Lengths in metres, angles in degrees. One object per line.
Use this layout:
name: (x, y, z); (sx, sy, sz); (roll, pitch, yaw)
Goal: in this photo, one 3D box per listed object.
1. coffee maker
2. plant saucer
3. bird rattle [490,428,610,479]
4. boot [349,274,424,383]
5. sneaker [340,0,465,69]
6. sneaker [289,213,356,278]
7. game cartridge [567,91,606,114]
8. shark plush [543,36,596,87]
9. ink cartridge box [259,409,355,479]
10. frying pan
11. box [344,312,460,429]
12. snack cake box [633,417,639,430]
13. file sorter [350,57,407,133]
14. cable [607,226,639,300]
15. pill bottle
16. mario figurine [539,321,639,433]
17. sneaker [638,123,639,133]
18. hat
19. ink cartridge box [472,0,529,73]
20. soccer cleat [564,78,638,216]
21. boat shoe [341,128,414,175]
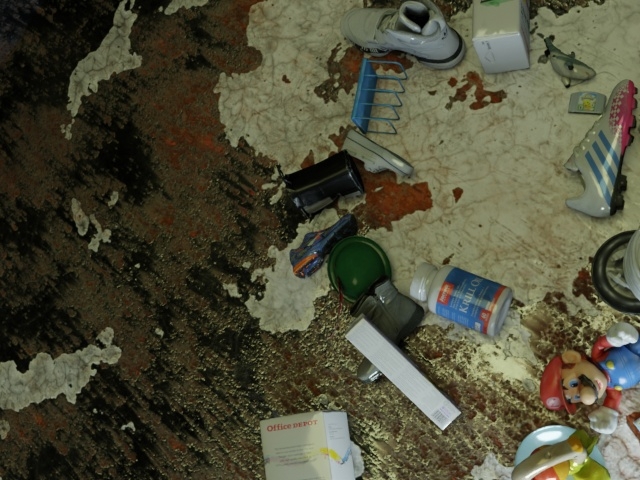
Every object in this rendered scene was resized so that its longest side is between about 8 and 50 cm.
coffee maker: (0.007, -0.157, 1.918); (0.178, 0.171, 0.120); (-24, 62, 15)
plant saucer: (0.529, 0.507, 1.618); (0.195, 0.037, 0.195); (-5, 77, 22)
bird rattle: (0.468, 0.473, 1.531); (0.253, 0.207, 0.143); (-19, 53, 8)
boot: (0.126, 0.212, 1.785); (0.246, 0.161, 0.083); (-54, 22, -2)
sneaker: (0.192, -0.570, 1.916); (0.366, 0.210, 0.137); (23, 87, 26)
sneaker: (0.000, 0.000, 1.938); (0.221, 0.083, 0.087); (-39, 58, 6)
game cartridge: (0.648, -0.334, 1.778); (0.083, 0.017, 0.056); (8, 77, 24)
shark plush: (0.607, -0.444, 1.818); (0.067, 0.073, 0.161); (-27, 46, -6)
ink cartridge box: (-0.025, 0.537, 1.770); (0.171, 0.168, 0.233); (-13, 73, 19)
frying pan: (0.769, 0.077, 1.617); (0.326, 0.053, 0.197); (7, 81, 27)
box: (0.192, 0.306, 1.717); (0.324, 0.063, 0.067); (43, 95, -3)
snack cake box: (0.790, 0.445, 1.496); (0.152, 0.089, 0.264); (-37, 66, 13)
file sorter: (0.160, -0.378, 1.938); (0.104, 0.118, 0.170); (8, 81, 20)
cable: (0.777, 0.049, 1.538); (0.257, 0.089, 0.257); (-39, 61, -7)
pill bottle: (0.331, 0.132, 1.741); (0.221, 0.124, 0.124); (20, 86, 25)
mario figurine: (0.627, 0.294, 1.556); (0.320, 0.170, 0.198); (-24, 67, 14)
sneaker: (0.803, -0.210, 1.649); (0.152, 0.114, 0.305); (-8, 70, 35)
hat: (0.072, 0.096, 1.806); (0.173, 0.183, 0.208); (-30, 83, 22)
ink cartridge box: (0.451, -0.584, 1.815); (0.117, 0.201, 0.278); (-1, 77, 23)
soccer cleat: (0.646, -0.219, 1.696); (0.143, 0.116, 0.331); (9, 82, 24)
boat shoe: (0.148, -0.213, 1.933); (0.226, 0.083, 0.076); (39, 105, 37)
